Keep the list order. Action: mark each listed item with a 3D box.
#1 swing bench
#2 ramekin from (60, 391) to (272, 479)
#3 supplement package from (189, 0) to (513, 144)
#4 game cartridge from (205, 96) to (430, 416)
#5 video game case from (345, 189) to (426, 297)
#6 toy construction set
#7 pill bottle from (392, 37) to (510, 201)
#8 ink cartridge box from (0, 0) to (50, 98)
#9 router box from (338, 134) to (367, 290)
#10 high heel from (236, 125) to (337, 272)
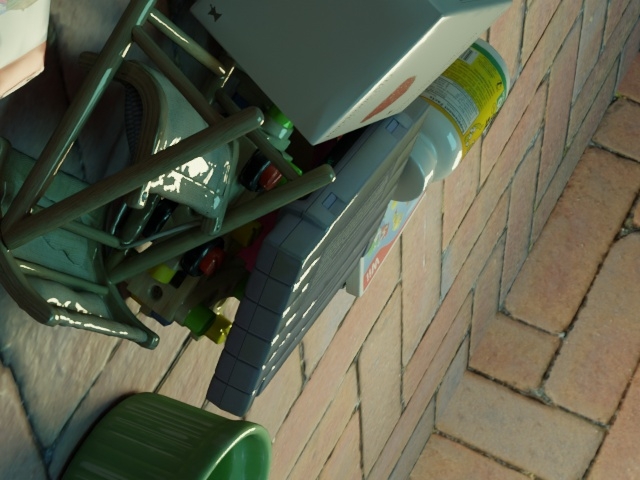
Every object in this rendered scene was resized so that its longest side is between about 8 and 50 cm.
[{"bbox_3d":[-0.155,-0.049,1.481,0.254,0.165,0.253,-43,165,4],"label":"swing bench"},{"bbox_3d":[-0.189,0.317,1.901,0.303,0.148,0.303,-57,161,-33],"label":"ramekin"},{"bbox_3d":[0.038,-0.224,1.634,0.177,0.175,0.293,-43,175,21],"label":"supplement package"},{"bbox_3d":[0.000,0.000,1.778,0.355,0.068,0.230,-51,162,-52],"label":"game cartridge"},{"bbox_3d":[0.089,-0.084,2.168,0.204,0.025,0.285,-57,161,-32],"label":"video game case"},{"bbox_3d":[-0.094,-0.043,1.721,0.328,0.151,0.215,-69,163,6],"label":"toy construction set"},{"bbox_3d":[0.130,-0.142,1.995,0.208,0.117,0.117,-52,158,-38],"label":"pill bottle"},{"bbox_3d":[-0.247,-0.178,1.097,0.078,0.134,0.231,-45,154,-53],"label":"ink cartridge box"},{"bbox_3d":[0.037,-0.090,2.191,0.301,0.082,0.335,-69,164,4],"label":"router box"},{"bbox_3d":[-0.047,-0.136,1.904,0.181,0.127,0.377,18,100,-46],"label":"high heel"}]
